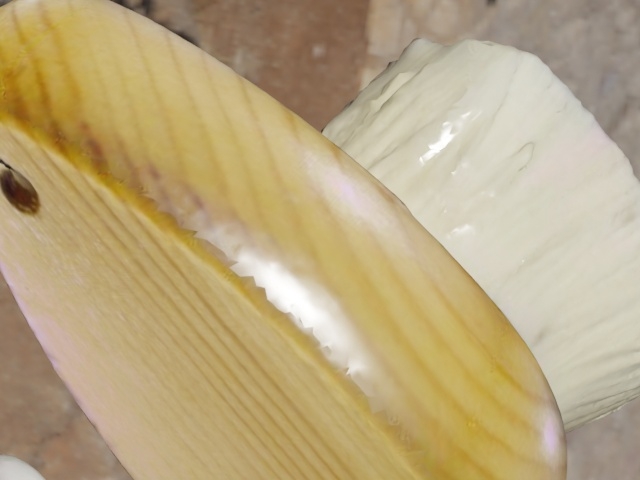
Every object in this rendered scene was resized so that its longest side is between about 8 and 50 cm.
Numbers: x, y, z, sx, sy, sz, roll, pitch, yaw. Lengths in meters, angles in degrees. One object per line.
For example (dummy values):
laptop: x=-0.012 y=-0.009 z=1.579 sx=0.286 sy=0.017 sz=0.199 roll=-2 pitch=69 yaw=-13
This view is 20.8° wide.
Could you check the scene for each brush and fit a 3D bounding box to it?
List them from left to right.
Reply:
brush: x=0.000 y=0.000 z=0.616 sx=0.267 sy=0.174 sz=0.166 roll=51 pitch=56 yaw=-15

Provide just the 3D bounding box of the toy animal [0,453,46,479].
toy animal: x=-0.264 y=0.148 z=0.994 sx=0.357 sy=0.193 sz=0.258 roll=66 pitch=27 yaw=-15
